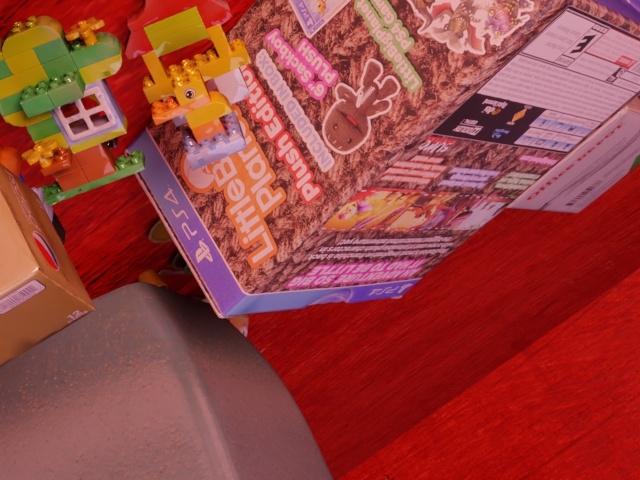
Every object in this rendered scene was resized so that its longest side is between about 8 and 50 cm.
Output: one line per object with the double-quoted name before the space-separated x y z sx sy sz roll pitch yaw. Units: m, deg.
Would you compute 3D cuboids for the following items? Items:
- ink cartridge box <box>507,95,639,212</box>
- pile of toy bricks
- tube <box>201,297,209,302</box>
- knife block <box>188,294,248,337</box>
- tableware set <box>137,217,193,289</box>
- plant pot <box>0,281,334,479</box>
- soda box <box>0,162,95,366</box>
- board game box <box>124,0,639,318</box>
"ink cartridge box" 0.260 -0.106 1.050 0.153 0.087 0.208 -42 159 25
"pile of toy bricks" -0.143 -0.072 0.535 0.212 0.118 0.105 -22 122 1
"tube" 0.000 0.000 0.967 0.240 0.062 0.070 -35 117 20
"knife block" -0.213 0.177 1.047 0.088 0.242 0.275 12 87 -65
"tableware set" -0.100 -0.002 0.845 0.104 0.024 0.154 -8 149 -49
"plant pot" -0.143 0.178 0.838 0.247 0.252 0.248 -22 163 13
"soda box" -0.185 0.041 0.392 0.181 0.061 0.058 -31 160 -2
"board game box" 0.059 -0.093 0.694 0.291 0.141 0.232 -43 158 27
